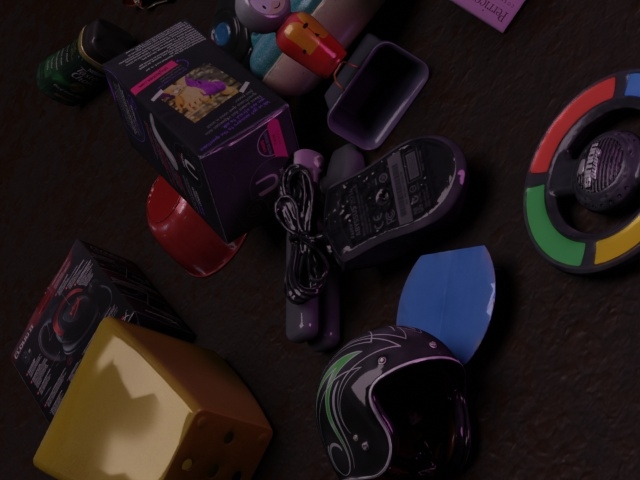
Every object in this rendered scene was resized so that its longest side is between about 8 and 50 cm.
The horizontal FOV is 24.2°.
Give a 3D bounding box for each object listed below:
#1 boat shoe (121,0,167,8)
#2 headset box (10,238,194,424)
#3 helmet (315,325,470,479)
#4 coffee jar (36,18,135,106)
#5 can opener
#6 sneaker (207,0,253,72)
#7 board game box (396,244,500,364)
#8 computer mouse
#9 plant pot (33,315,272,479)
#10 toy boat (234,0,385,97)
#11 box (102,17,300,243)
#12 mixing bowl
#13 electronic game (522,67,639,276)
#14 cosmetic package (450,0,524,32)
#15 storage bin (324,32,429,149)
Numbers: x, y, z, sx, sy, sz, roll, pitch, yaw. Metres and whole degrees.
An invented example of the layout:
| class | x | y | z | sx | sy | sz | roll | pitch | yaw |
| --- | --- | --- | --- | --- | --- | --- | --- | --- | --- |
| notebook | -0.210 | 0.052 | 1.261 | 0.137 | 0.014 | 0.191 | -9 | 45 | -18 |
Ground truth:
| class | x | y | z | sx | sy | sz | roll | pitch | yaw |
| --- | --- | --- | --- | --- | --- | --- | --- | --- | --- |
| boat shoe | -0.295 | -0.416 | 2.537 | 0.137 | 0.049 | 0.043 | -7 | 66 | 46 |
| headset box | -0.328 | 0.147 | 2.174 | 0.218 | 0.110 | 0.293 | -60 | 35 | 7 |
| helmet | 0.074 | 0.173 | 1.584 | 0.169 | 0.169 | 0.161 | -18 | 72 | 47 |
| coffee jar | -0.401 | -0.306 | 2.563 | 0.184 | 0.096 | 0.079 | -30 | 47 | 41 |
| can opener | 0.000 | 0.000 | 1.864 | 0.093 | 0.074 | 0.280 | -24 | 51 | 43 |
| sneaker | -0.085 | -0.343 | 2.161 | 0.125 | 0.140 | 0.340 | -9 | 81 | 40 |
| board game box | 0.149 | 0.079 | 1.659 | 0.169 | 0.033 | 0.133 | -12 | 65 | 55 |
| computer mouse | 0.072 | -0.038 | 1.774 | 0.272 | 0.072 | 0.188 | -22 | 58 | 32 |
| plant pot | -0.189 | 0.246 | 1.863 | 0.187 | 0.212 | 0.212 | 28 | 93 | 44 |
| toy boat | -0.018 | -0.296 | 1.916 | 0.267 | 0.148 | 0.318 | -50 | 5 | 19 |
| box | -0.152 | -0.151 | 1.996 | 0.143 | 0.165 | 0.270 | -32 | 48 | -16 |
| mixing bowl | -0.181 | -0.049 | 2.113 | 0.181 | 0.098 | 0.181 | -29 | 48 | 39 |
| electronic game | 0.298 | -0.071 | 1.538 | 0.229 | 0.048 | 0.229 | -30 | 48 | 40 |
| cosmetic package | 0.222 | -0.457 | 1.748 | 0.365 | 0.197 | 0.155 | -57 | 36 | 14 |
| storage bin | 0.057 | -0.200 | 1.905 | 0.135 | 0.098 | 0.091 | -55 | 25 | 14 |
